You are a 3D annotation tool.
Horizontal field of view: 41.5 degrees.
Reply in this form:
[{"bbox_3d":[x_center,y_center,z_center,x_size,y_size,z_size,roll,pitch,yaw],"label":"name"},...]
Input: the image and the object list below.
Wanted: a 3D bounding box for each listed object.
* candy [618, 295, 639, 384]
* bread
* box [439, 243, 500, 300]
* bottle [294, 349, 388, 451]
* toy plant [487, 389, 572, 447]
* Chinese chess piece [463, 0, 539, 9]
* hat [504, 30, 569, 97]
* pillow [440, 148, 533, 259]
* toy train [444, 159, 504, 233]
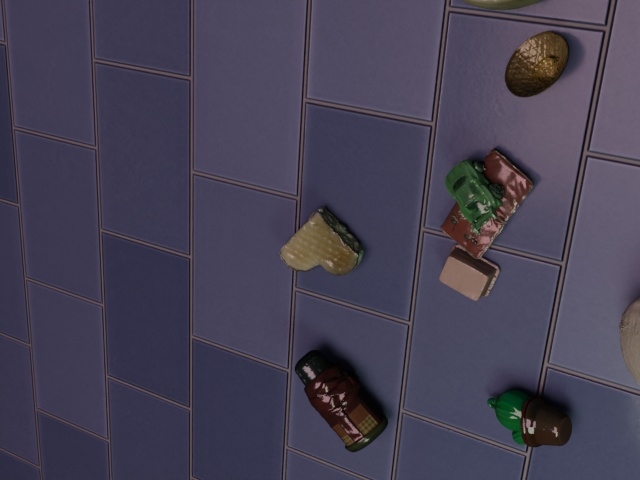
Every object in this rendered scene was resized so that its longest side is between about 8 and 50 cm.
[{"bbox_3d":[0.731,0.215,1.655,0.295,0.185,0.296,7,106,26],"label":"candy"},{"bbox_3d":[0.000,0.000,2.080,0.232,0.064,0.173,2,108,29],"label":"bread"},{"bbox_3d":[0.332,0.076,1.912,0.122,0.062,0.089,31,121,19],"label":"box"},{"bbox_3d":[0.046,0.398,2.160,0.271,0.143,0.156,50,164,2],"label":"bottle"},{"bbox_3d":[0.474,0.413,1.936,0.200,0.105,0.143,11,129,46],"label":"toy plant"},{"bbox_3d":[0.348,-0.615,1.594,0.349,0.146,0.349,11,112,27],"label":"Chinese chess piece"},{"bbox_3d":[0.449,-0.338,1.693,0.146,0.067,0.146,-25,52,37],"label":"hat"},{"bbox_3d":[0.362,-0.078,1.848,0.126,0.043,0.232,39,123,16],"label":"pillow"},{"bbox_3d":[0.325,-0.097,1.796,0.099,0.081,0.149,-43,76,35],"label":"toy train"}]
